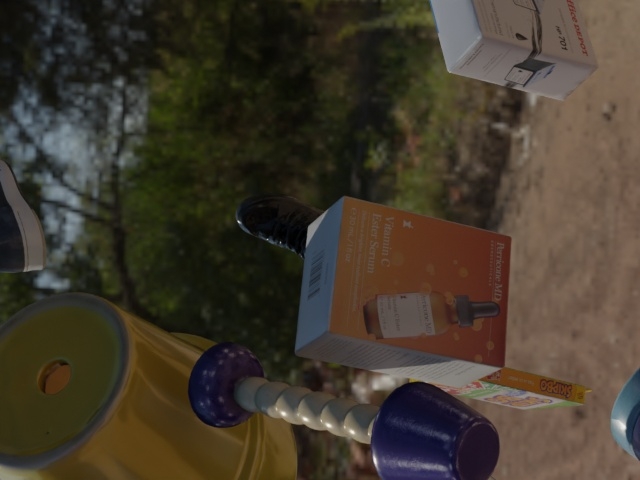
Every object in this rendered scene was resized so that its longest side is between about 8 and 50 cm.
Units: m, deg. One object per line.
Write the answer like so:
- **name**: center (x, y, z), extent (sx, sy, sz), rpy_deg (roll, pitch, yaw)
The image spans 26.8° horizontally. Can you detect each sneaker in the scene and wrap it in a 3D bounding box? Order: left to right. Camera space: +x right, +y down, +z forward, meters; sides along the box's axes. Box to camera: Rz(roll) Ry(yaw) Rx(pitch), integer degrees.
- **sneaker**: center (-0.405, -0.021, 1.458), extent (0.226, 0.163, 0.086), rpy_deg (-139, 42, -57)
- **sneaker**: center (-0.001, 0.002, 1.370), extent (0.089, 0.170, 0.051), rpy_deg (-106, 34, -63)

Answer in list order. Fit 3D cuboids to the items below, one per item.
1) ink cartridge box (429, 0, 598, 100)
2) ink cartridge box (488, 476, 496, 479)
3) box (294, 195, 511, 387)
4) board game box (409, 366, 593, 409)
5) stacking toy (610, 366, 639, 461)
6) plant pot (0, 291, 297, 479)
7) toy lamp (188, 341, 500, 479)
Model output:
- **ink cartridge box**: center (0.244, -0.270, 1.708), extent (0.082, 0.191, 0.139), rpy_deg (-47, 44, 46)
- **ink cartridge box**: center (0.130, 0.309, 1.398), extent (0.092, 0.090, 0.143), rpy_deg (34, 101, 47)
- **box**: center (0.076, 0.049, 1.214), extent (0.091, 0.170, 0.130), rpy_deg (139, 139, -63)
- **board game box**: center (0.267, 0.212, 1.951), extent (0.124, 0.259, 0.039), rpy_deg (-15, 67, 52)
- **stacking toy**: center (0.407, 0.084, 1.224), extent (0.130, 0.279, 0.309), rpy_deg (-127, 41, -49)
- **plant pot**: center (-0.179, 0.171, 1.186), extent (0.239, 0.254, 0.254), rpy_deg (55, -153, -50)
- **toy lamp**: center (0.014, 0.128, 0.984), extent (0.275, 0.080, 0.080), rpy_deg (10, 99, 49)
